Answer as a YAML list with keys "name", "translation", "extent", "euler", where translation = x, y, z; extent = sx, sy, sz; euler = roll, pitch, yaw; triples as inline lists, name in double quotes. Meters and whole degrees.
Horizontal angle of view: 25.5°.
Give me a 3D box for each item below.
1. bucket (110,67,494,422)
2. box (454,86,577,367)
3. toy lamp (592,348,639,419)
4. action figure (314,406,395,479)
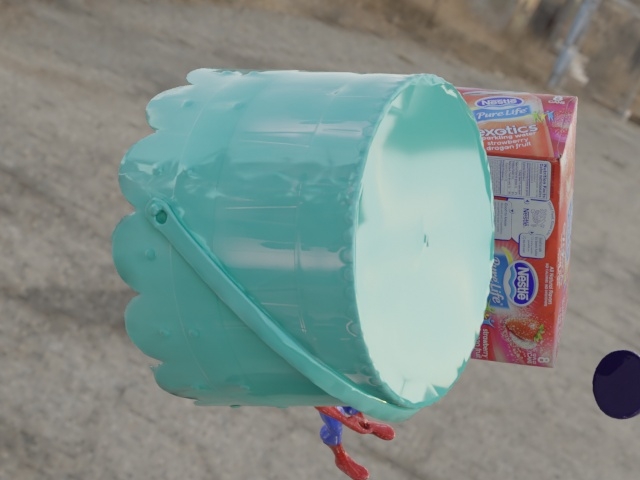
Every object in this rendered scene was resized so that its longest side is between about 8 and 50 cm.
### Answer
- name: "bucket"
  translation: [0.000, 0.000, 1.044]
  extent: [0.183, 0.281, 0.281]
  euler: [2, -4, 30]
- name: "box"
  translation: [0.181, -0.011, 1.401]
  extent: [0.128, 0.256, 0.122]
  euler: [6, 36, 15]
- name: "toy lamp"
  translation: [0.398, 0.160, 1.495]
  extent: [0.275, 0.080, 0.080]
  euler: [13, 17, -41]
- name: "action figure"
  translation: [0.044, 0.173, 1.524]
  extent: [0.139, 0.091, 0.280]
  euler: [18, -27, 33]
